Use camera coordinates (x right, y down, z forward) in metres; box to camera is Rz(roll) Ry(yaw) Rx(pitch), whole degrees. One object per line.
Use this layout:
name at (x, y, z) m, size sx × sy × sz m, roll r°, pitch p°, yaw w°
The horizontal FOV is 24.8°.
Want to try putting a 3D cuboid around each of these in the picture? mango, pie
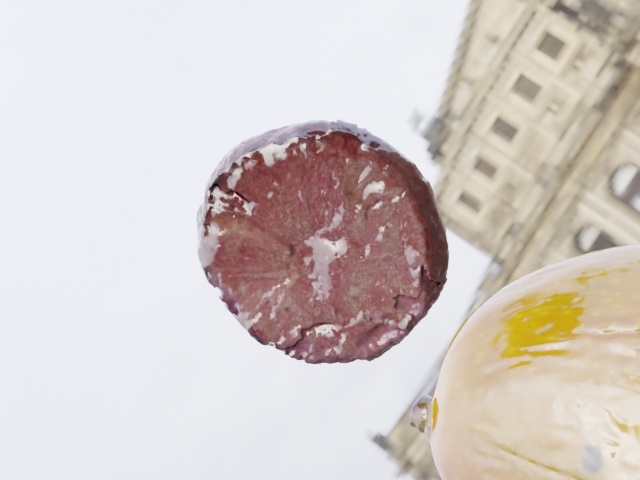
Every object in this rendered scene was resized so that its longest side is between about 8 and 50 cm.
mango at (0.112, 0.053, 0.332) m, size 0.075 × 0.190 × 0.098 m, roll 27°, pitch -108°, yaw -71°
pie at (0.000, 0.000, 0.836) m, size 0.154 × 0.154 × 0.036 m, roll -62°, pitch -7°, yaw 23°
